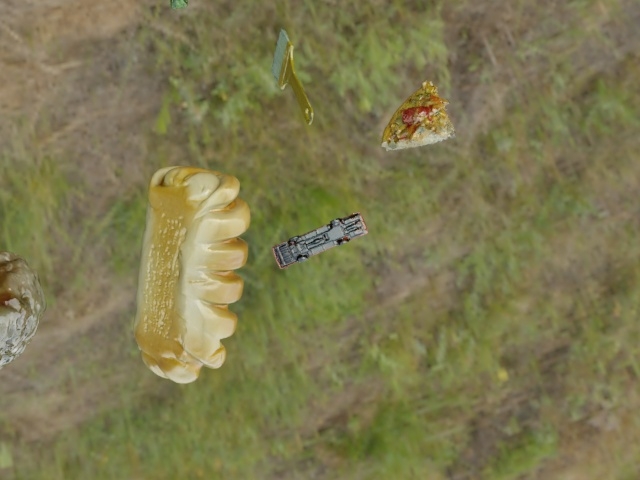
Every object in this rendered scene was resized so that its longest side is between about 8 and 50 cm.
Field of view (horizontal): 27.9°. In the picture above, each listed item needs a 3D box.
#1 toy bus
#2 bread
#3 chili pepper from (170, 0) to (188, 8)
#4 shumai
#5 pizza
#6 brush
[{"bbox_3d":[0.000,0.000,1.475,0.110,0.031,0.043,-22,178,2],"label":"toy bus"},{"bbox_3d":[-0.183,0.048,1.848,0.121,0.173,0.311,-3,107,-46],"label":"bread"},{"bbox_3d":[-0.222,-0.397,1.903,0.035,0.055,0.118,-26,138,-13],"label":"chili pepper"},{"bbox_3d":[-0.305,0.054,0.969,0.161,0.153,0.209,-21,166,-45],"label":"shumai"},{"bbox_3d":[0.099,-0.118,1.230,0.083,0.078,0.025,-53,133,-15],"label":"pizza"},{"bbox_3d":[-0.041,-0.248,2.038,0.011,0.205,0.083,-1,130,-21],"label":"brush"}]
